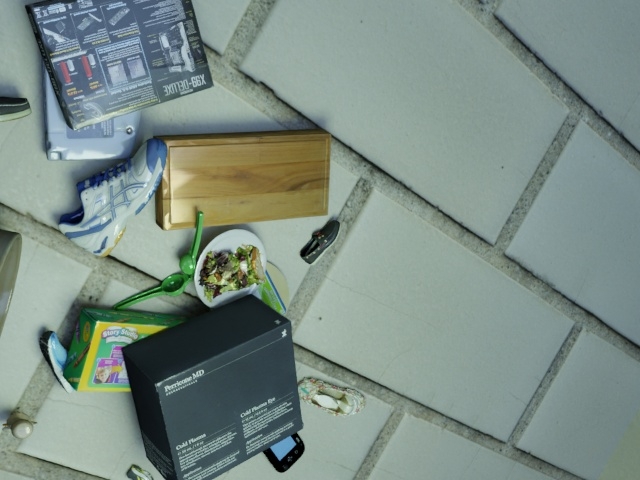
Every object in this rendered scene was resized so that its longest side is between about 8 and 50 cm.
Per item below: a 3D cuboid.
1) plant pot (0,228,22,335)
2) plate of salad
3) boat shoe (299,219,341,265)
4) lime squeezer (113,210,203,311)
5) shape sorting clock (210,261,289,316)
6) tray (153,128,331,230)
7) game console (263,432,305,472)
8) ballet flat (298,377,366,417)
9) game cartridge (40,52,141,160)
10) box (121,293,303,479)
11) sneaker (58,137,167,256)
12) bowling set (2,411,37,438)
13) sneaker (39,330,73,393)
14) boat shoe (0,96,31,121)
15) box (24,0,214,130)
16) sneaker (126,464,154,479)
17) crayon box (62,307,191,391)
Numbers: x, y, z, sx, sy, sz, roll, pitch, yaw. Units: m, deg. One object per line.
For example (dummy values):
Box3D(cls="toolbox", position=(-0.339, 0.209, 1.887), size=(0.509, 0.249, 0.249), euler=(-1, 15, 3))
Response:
Box3D(cls="plant pot", position=(-0.746, 0.109, 1.431), size=(0.280, 0.323, 0.323), euler=(14, 100, -15))
Box3D(cls="plate of salad", position=(-0.202, 0.072, 1.782), size=(0.199, 0.048, 0.200), euler=(-18, 119, -35))
Box3D(cls="boat shoe", position=(0.001, 0.001, 1.922), size=(0.133, 0.049, 0.042), euler=(-51, 130, 0))
Box3D(cls="lime squeezer", position=(-0.334, 0.062, 1.745), size=(0.110, 0.059, 0.310), euler=(36, 106, -28))
Box3D(cls="shape sorting clock", position=(-0.173, 0.147, 1.880), size=(0.206, 0.040, 0.206), euler=(-4, 101, -21))
Box3D(cls="tray", position=(-0.173, -0.145, 1.768), size=(0.410, 0.076, 0.203), euler=(-7, 109, -27))
Box3D(cls="game console", position=(-0.137, 0.457, 2.000), size=(0.213, 0.044, 0.361), euler=(-36, 120, -13))
Box3D(cls="ballet flat", position=(0.038, 0.439, 2.069), size=(0.240, 0.077, 0.091), euler=(21, 95, -32))
Box3D(cls="game cartridge", position=(-0.467, -0.313, 1.568), size=(0.195, 0.060, 0.295), euler=(-4, 108, -24))
Box3D(cls="box", position=(-0.235, 0.341, 1.741), size=(0.343, 0.179, 0.313), euler=(-22, 122, -31))
Box3D(cls="sneaker", position=(-0.436, -0.102, 1.595), size=(0.131, 0.112, 0.296), euler=(31, 103, -26))
Box3D(cls="bowling set", position=(-0.748, 0.335, 1.597), size=(0.286, 0.154, 0.200), euler=(-3, 89, -26))
Box3D(cls="sneaker", position=(-0.569, 0.260, 1.702), size=(0.073, 0.063, 0.162), euler=(-33, 128, -27))
Box3D(cls="boat shoe", position=(-0.671, -0.267, 1.456), size=(0.223, 0.080, 0.074), euler=(-5, 114, -22))
Box3D(cls="box", position=(-0.388, -0.382, 1.514), size=(0.307, 0.076, 0.243), euler=(-23, 116, -21))
Box3D(cls="sneaker", position=(-0.444, 0.587, 1.889), size=(0.035, 0.031, 0.083), euler=(-39, 117, 4))
Box3D(cls="crayon box", position=(-0.419, 0.251, 1.728), size=(0.278, 0.081, 0.166), euler=(11, 101, -43))
